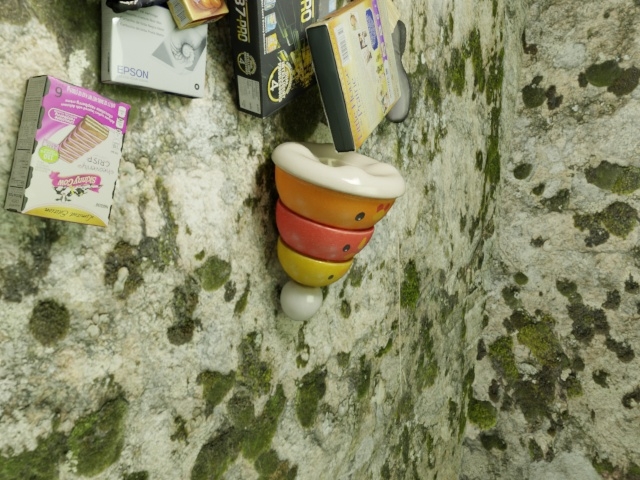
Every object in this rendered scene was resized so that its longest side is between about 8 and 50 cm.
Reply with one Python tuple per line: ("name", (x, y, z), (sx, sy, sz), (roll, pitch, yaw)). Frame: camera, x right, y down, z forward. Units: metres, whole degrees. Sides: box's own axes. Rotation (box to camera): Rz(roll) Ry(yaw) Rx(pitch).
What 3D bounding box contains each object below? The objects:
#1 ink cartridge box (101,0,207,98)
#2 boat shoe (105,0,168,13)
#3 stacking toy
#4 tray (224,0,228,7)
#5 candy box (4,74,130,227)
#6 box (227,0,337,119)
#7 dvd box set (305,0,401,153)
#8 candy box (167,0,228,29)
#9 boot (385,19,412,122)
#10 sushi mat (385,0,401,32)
("ink cartridge box", (-0.324, -0.411, 1.045), (0.223, 0.045, 0.224), (-7, 102, -51))
("boat shoe", (-0.308, -0.571, 0.883), (0.158, 0.127, 0.341), (-20, 126, -34))
("stacking toy", (0.000, 0.000, 1.398), (0.350, 0.350, 0.480), (-12, 123, -51))
("tray", (-0.237, -0.645, 1.125), (0.145, 0.030, 0.270), (-45, 129, -39))
("candy box", (-0.441, -0.150, 0.925), (0.159, 0.071, 0.233), (11, 89, -53))
("box", (-0.079, -0.525, 1.207), (0.318, 0.097, 0.395), (-47, 151, -40))
("dvd box set", (0.105, -0.450, 1.368), (0.420, 0.062, 0.308), (-55, 136, -49))
("candy box", (-0.272, -0.527, 1.043), (0.109, 0.053, 0.187), (-42, 112, -46))
("boot", (0.172, -0.535, 1.627), (0.222, 0.118, 0.338), (-11, 95, -48))
("sushi mat", (0.139, -0.757, 1.507), (0.316, 0.019, 0.151), (51, 39, -29))
